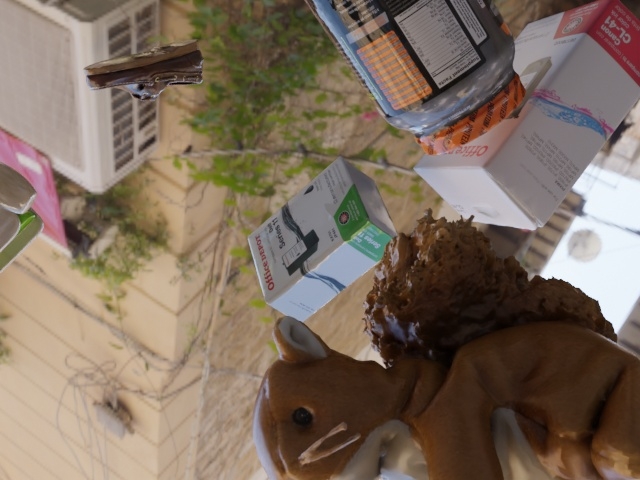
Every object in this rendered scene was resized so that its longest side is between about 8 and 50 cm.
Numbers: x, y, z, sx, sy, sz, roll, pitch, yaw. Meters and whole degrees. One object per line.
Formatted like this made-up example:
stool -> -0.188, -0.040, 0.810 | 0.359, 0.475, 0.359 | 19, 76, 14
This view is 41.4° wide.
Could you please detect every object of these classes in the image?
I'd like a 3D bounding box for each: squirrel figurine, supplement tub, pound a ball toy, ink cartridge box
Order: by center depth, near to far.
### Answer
squirrel figurine -> 0.126, 0.163, 0.906 | 0.371, 0.281, 0.397 | 5, -137, 10
pound a ball toy -> -0.477, 0.013, 1.019 | 0.136, 0.208, 0.319 | 44, -92, -4
supplement tub -> 0.111, -0.275, 1.051 | 0.316, 0.194, 0.193 | 55, -135, -17
ink cartridge box -> 0.306, -0.178, 1.208 | 0.131, 0.226, 0.306 | 42, -99, -16
ink cartridge box -> 0.000, 0.000, 1.276 | 0.087, 0.208, 0.153 | 32, -154, -40

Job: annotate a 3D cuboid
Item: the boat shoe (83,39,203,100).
boat shoe -> -0.242, -0.234, 1.205 | 0.073, 0.073, 0.207 | 12, -154, 37
